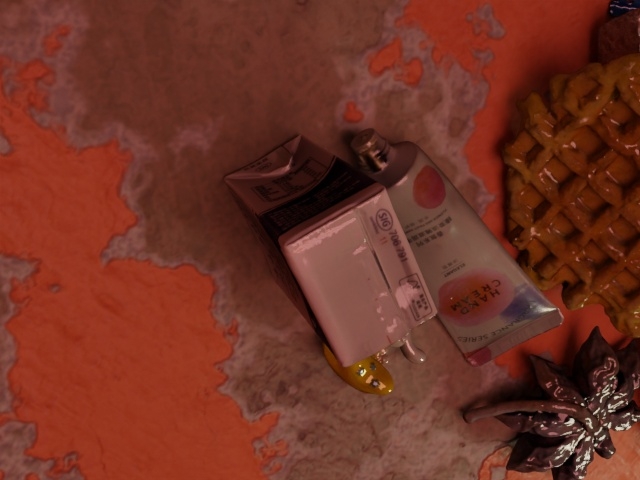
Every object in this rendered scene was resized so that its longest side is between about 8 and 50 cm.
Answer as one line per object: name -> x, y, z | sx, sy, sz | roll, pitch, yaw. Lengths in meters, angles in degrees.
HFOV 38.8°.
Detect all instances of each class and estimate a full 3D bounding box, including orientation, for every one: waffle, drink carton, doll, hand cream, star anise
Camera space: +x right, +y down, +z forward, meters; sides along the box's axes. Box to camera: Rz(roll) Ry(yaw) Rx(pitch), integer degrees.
waffle -> 0.338, -0.040, 0.948 | 0.068, 0.302, 0.325 | -47, 132, -46
drink carton -> 0.000, 0.001, 0.841 | 0.102, 0.222, 0.134 | -32, 116, -8
doll -> 0.062, 0.112, 0.999 | 0.135, 0.071, 0.113 | 17, 82, -31
hand cream -> 0.136, 0.012, 0.979 | 0.124, 0.078, 0.341 | -32, 119, 16
star anise -> 0.303, 0.212, 1.109 | 0.262, 0.081, 0.230 | 0, 118, -23

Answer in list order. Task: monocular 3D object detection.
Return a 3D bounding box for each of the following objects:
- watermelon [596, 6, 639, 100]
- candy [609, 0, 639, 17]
watermelon -> 0.368, -0.150, 1.013 | 0.154, 0.094, 0.241 | -30, 117, -18
candy -> 0.441, -0.386, 0.969 | 0.187, 0.077, 0.331 | 8, 108, -16
